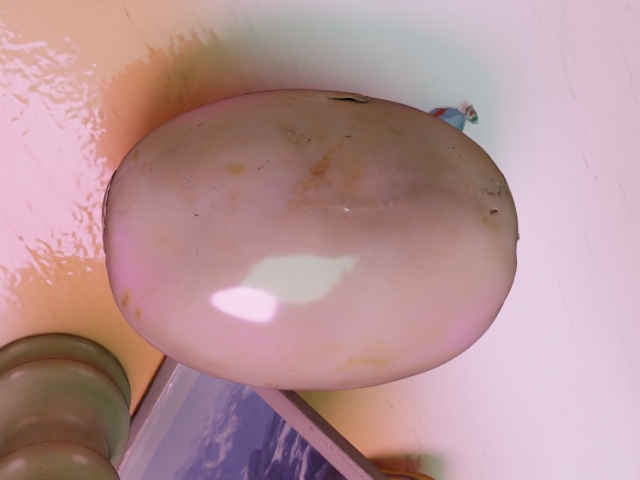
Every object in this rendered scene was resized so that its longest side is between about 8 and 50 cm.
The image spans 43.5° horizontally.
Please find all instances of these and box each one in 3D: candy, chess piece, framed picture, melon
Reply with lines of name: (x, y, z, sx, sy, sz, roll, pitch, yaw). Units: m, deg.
candy: (0.099, -0.100, 0.701, 0.083, 0.020, 0.030, -24, 120, -6)
chess piece: (-0.208, 0.196, 0.609, 0.144, 0.251, 0.145, -7, 116, -15)
framed picture: (-0.105, 0.266, 0.699, 0.022, 0.247, 0.335, 6, 118, -59)
melon: (0.000, 0.000, 0.602, 0.316, 0.223, 0.223, -1, 114, -18)

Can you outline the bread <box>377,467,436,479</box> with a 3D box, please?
bread: (0.055, 0.344, 0.856, 0.134, 0.081, 0.225, 6, 113, -14)
